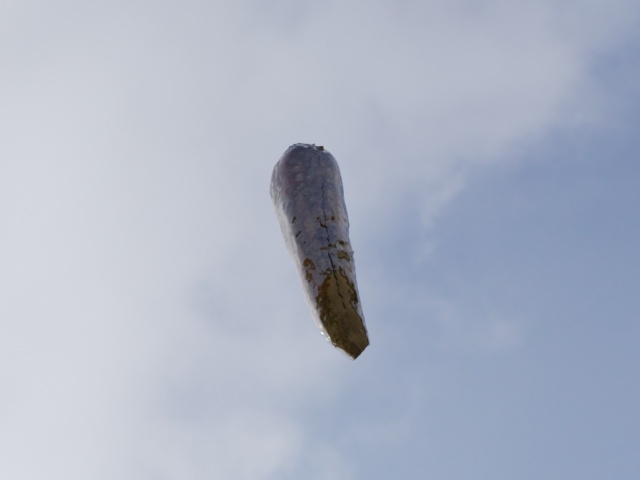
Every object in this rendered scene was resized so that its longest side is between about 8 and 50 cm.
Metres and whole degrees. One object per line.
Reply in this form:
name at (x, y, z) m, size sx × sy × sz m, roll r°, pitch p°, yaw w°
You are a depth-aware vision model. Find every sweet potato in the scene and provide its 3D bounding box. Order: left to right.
sweet potato at (0.000, 0.000, 1.325) m, size 0.075 × 0.273 × 0.075 m, roll -7°, pitch -45°, yaw -7°
